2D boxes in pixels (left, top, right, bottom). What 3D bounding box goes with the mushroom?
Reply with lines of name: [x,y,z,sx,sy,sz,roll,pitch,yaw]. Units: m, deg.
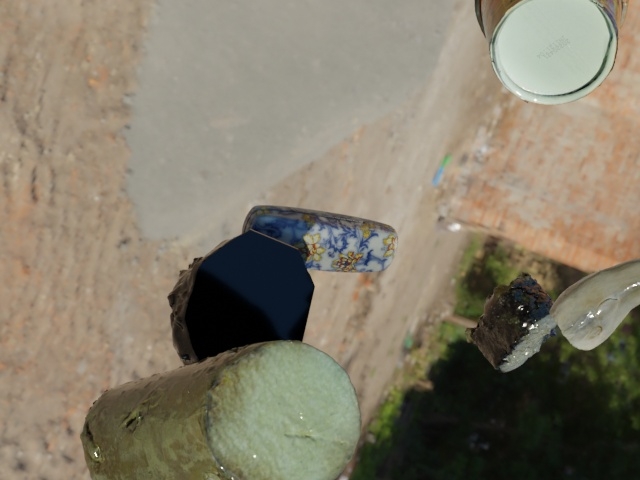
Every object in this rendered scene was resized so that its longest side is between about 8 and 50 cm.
mushroom: [0.429,0.071,1.452,0.223,0.092,0.081,-28,164,10]

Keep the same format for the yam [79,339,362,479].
yam: [-0.115,0.203,1.104,0.304,0.168,0.168,-21,-152,46]

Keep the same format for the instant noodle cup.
instant noodle cup: [0.333,-0.312,1.515,0.182,0.230,0.230,-74,177,-53]

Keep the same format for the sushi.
sushi: [0.351,0.139,1.849,0.147,0.115,0.212,-25,156,-15]

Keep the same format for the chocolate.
chocolate: [-0.152,0.104,1.466,0.206,0.177,0.224,23,72,-39]

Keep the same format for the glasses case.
glasses case: [0.000,0.000,1.624,0.065,0.248,0.087,-121,-136,-58]
